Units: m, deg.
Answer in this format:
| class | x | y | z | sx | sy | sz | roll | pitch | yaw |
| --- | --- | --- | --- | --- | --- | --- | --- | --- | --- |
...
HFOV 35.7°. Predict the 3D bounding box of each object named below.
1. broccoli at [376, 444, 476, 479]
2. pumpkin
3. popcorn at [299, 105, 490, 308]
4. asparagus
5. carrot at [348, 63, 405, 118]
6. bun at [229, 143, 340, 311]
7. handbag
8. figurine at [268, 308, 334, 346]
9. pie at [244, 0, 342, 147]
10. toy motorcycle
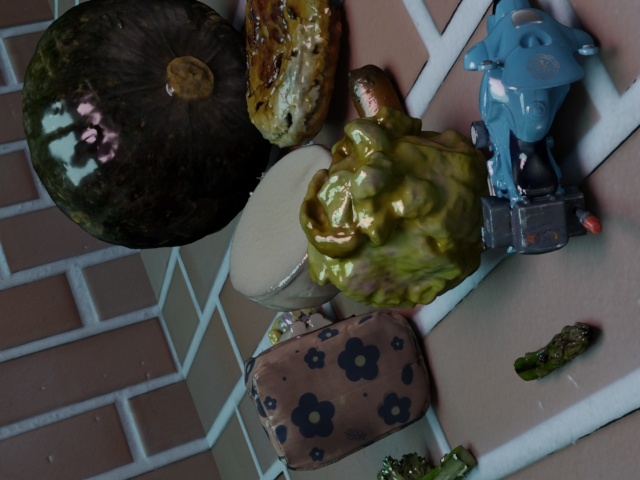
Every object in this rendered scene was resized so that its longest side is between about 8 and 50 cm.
| class | x | y | z | sx | sy | sz | roll | pitch | yaw |
| --- | --- | --- | --- | --- | --- | --- | --- | --- | --- |
| broccoli | 0.161 | 0.353 | 1.445 | 0.204 | 0.118 | 0.122 | -49 | 28 | 48 |
| pumpkin | -0.289 | -0.203 | 1.691 | 0.344 | 0.454 | 0.455 | -26 | 81 | 52 |
| popcorn | 0.086 | -0.042 | 1.143 | 0.259 | 0.259 | 0.212 | 99 | 173 | -47 |
| asparagus | 0.261 | 0.123 | 1.099 | 0.165 | 0.030 | 0.036 | 119 | 142 | -62 |
| carrot | 0.090 | -0.143 | 1.299 | 0.186 | 0.060 | 0.060 | 66 | 158 | 6 |
| bun | 0.000 | 0.000 | 1.493 | 0.263 | 0.175 | 0.263 | -38 | 37 | 36 |
| handbag | 0.018 | 0.212 | 1.484 | 0.193 | 0.251 | 0.190 | -166 | 54 | -77 |
| figurine | -0.036 | 0.203 | 1.770 | 0.155 | 0.127 | 0.235 | 52 | 159 | 4 |
| pie | -0.053 | -0.274 | 1.481 | 0.308 | 0.085 | 0.308 | -179 | 90 | -67 |
| toy motorcycle | 0.204 | -0.110 | 0.972 | 0.182 | 0.123 | 0.272 | -101 | 3 | -76 |
